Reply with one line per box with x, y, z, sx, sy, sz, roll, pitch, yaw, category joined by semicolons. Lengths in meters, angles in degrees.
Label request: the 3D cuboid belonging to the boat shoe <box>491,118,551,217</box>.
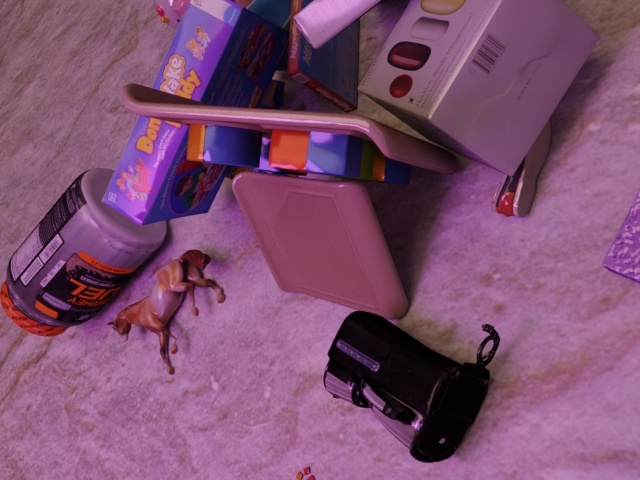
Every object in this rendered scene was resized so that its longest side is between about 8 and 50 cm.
0.252;-0.096;0.866;0.043;0.049;0.137;16;89;48;boat shoe

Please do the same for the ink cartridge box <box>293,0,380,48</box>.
0.137;-0.413;0.971;0.307;0.072;0.304;-30;14;34;ink cartridge box

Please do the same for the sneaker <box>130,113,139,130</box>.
-0.283;-0.185;1.387;0.090;0.095;0.235;-42;69;17;sneaker

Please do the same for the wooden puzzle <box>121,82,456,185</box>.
-0.027;-0.119;0.887;0.347;0.322;0.081;13;97;23;wooden puzzle

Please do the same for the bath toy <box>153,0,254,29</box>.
-0.238;-0.498;1.445;0.348;0.151;0.129;13;118;46;bath toy

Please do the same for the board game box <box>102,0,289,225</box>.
-0.184;-0.201;1.089;0.078;0.233;0.347;30;103;10;board game box

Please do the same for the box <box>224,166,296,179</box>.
-0.119;-0.120;1.215;0.169;0.059;0.054;25;93;46;box

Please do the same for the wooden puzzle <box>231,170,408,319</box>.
0.000;0.000;0.972;0.238;0.221;0.044;8;41;43;wooden puzzle

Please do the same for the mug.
-0.081;-0.365;1.243;0.157;0.097;0.130;-25;54;25;mug

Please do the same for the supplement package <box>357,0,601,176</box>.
0.187;-0.219;0.867;0.194;0.149;0.203;-59;29;7;supplement package

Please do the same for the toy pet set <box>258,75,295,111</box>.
-0.061;-0.241;1.228;0.114;0.065;0.122;16;87;11;toy pet set

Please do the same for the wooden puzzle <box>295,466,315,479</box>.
-0.019;0.360;0.960;0.049;0.006;0.083;-48;47;18;wooden puzzle

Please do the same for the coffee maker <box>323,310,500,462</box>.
0.111;0.159;0.861;0.171;0.120;0.178;-47;44;-14;coffee maker

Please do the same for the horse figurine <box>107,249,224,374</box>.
-0.273;0.112;1.263;0.174;0.066;0.263;45;108;38;horse figurine

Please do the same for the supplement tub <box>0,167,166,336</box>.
-0.486;0.033;1.394;0.338;0.207;0.207;-43;49;23;supplement tub

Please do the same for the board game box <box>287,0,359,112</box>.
0.010;-0.364;1.133;0.027;0.145;0.281;-14;64;39;board game box

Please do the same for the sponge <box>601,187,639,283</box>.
0.401;0.015;0.689;0.210;0.031;0.117;31;95;45;sponge
